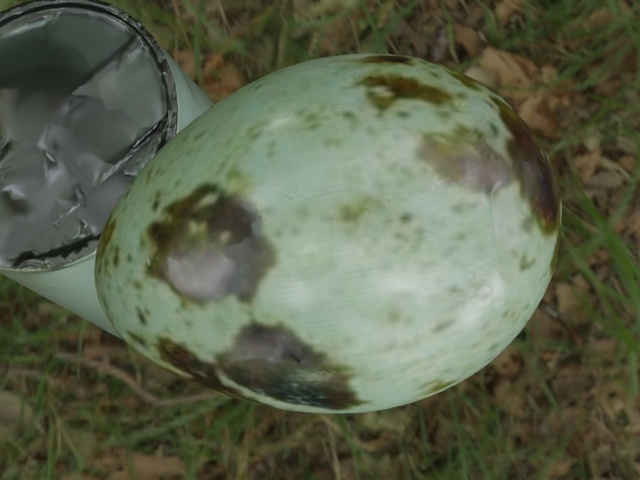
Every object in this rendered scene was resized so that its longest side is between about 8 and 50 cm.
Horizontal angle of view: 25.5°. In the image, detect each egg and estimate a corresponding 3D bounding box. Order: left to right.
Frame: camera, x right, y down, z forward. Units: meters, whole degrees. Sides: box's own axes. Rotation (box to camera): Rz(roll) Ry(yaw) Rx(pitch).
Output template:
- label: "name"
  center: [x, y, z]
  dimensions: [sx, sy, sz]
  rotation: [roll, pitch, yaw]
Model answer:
- label: "egg"
  center: [0.000, 0.000, 0.675]
  dimensions: [0.231, 0.169, 0.169]
  rotation: [-12, 117, 18]

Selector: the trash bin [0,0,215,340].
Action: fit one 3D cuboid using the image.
- label: "trash bin"
  center: [-0.170, -0.046, 1.157]
  dimensions: [0.277, 0.262, 0.217]
  rotation: [31, 84, 22]
